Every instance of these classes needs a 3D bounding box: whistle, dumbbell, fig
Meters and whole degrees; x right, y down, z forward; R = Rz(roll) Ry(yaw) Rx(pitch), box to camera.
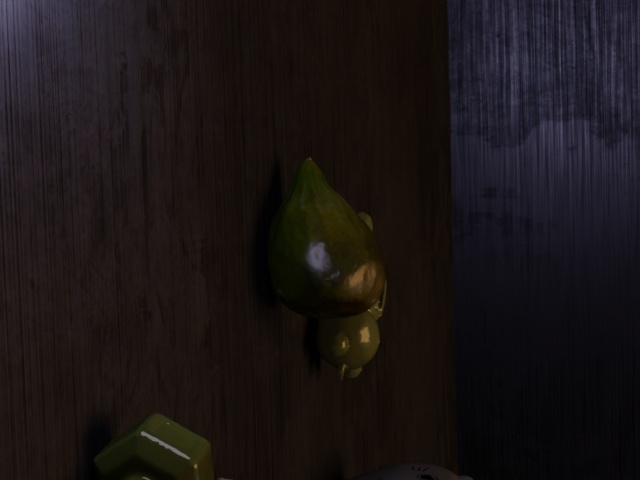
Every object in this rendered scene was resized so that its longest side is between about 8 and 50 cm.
[{"bbox_3d":[0.049,0.089,2.074,0.131,0.106,0.288,60,33,-59],"label":"whistle"},{"bbox_3d":[-0.181,0.255,1.117,0.108,0.121,0.302,-65,175,19],"label":"dumbbell"},{"bbox_3d":[-0.008,0.015,1.804,0.233,0.167,0.167,53,-13,39],"label":"fig"}]

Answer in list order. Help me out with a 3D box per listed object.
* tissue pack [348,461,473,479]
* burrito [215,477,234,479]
[{"bbox_3d":[0.135,0.499,2.085,0.333,0.236,0.229,-40,117,-72],"label":"tissue pack"},{"bbox_3d":[-0.088,0.337,1.605,0.275,0.059,0.082,37,60,-73],"label":"burrito"}]
